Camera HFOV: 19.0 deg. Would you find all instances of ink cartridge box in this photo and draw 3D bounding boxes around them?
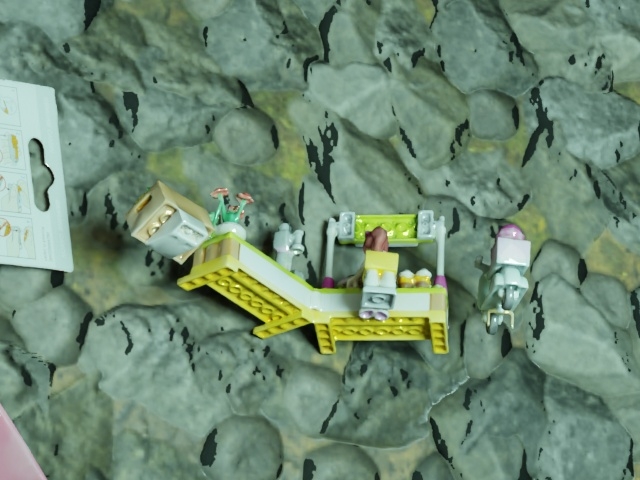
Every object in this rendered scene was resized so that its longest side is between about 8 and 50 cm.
[{"bbox_3d":[-0.261,-0.046,1.299,0.179,0.045,0.145,7,66,-40],"label":"ink cartridge box"}]

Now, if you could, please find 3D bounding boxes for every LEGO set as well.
[{"bbox_3d":[0.000,0.000,1.340,0.287,0.132,0.107,11,57,-12],"label":"LEGO set"}]

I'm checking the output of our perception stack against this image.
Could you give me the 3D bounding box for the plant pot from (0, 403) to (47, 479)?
[{"bbox_3d":[-0.280,0.135,1.133,0.180,0.201,0.201,-34,86,-15],"label":"plant pot"}]
